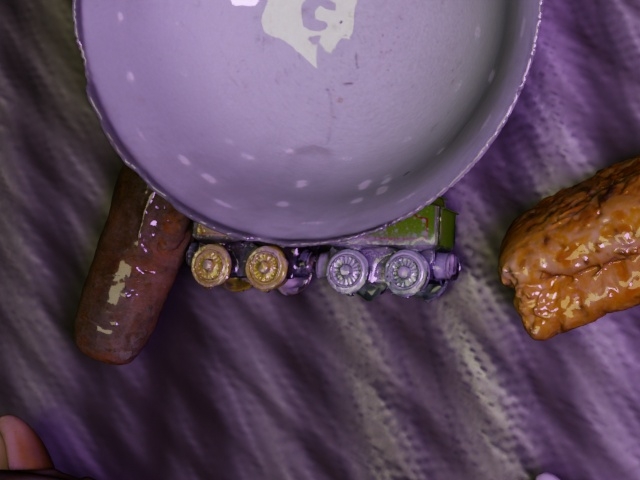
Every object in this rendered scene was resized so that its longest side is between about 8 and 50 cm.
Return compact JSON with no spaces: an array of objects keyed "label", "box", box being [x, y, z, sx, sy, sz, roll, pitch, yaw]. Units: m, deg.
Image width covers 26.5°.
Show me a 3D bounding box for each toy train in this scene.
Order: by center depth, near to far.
[{"label":"toy train","box":[0.000,0.000,0.957,0.202,0.060,0.081,2,85,20]}]

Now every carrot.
[{"label":"carrot","box":[-0.109,-0.072,0.993,0.070,0.070,0.342,19,95,19]}]

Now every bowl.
[{"label":"bowl","box":[0.004,-0.155,0.904,0.313,0.146,0.313,0,91,18]}]

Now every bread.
[{"label":"bread","box":[0.213,-0.011,0.852,0.211,0.114,0.083,-25,99,18]}]

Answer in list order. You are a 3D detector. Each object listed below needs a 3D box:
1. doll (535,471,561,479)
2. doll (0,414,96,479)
[{"label":"doll","box":[0.182,0.214,0.893,0.162,0.062,0.106,11,100,19]},{"label":"doll","box":[-0.290,0.294,0.991,0.340,0.209,0.318,-30,84,16]}]
